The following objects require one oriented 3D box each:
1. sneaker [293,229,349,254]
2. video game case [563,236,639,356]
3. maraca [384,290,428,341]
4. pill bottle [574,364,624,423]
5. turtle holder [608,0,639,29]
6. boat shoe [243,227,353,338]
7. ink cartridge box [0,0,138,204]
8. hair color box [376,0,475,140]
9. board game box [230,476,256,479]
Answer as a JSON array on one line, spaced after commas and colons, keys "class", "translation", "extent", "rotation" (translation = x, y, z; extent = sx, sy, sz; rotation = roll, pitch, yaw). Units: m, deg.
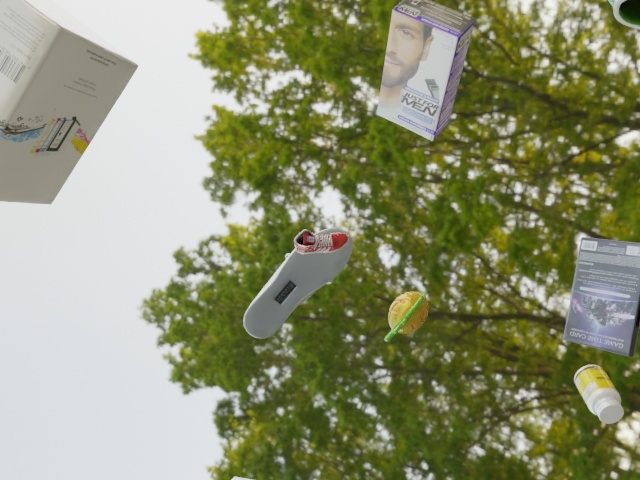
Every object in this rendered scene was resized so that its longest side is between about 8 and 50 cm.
[{"class": "sneaker", "translation": [0.000, 0.000, 1.522], "extent": [0.067, 0.118, 0.042], "rotation": [64, -164, -69]}, {"class": "video game case", "translation": [0.718, 0.135, 1.784], "extent": [0.026, 0.196, 0.275], "rotation": [9, -90, -33]}, {"class": "maraca", "translation": [0.229, 0.205, 1.917], "extent": [0.185, 0.099, 0.127], "rotation": [-44, -10, -46]}, {"class": "pill bottle", "translation": [0.549, 0.303, 1.395], "extent": [0.116, 0.065, 0.065], "rotation": [-94, -5, -62]}, {"class": "turtle holder", "translation": [0.544, -0.456, 1.066], "extent": [0.320, 0.243, 0.228], "rotation": [-162, 90, -88]}, {"class": "boat shoe", "translation": [-0.061, 0.109, 1.907], "extent": [0.136, 0.156, 0.367], "rotation": [41, -92, -6]}, {"class": "ink cartridge box", "translation": [-0.390, -0.187, 0.898], "extent": [0.233, 0.171, 0.168], "rotation": [-55, -14, 9]}, {"class": "hair color box", "translation": [0.264, -0.441, 1.839], "extent": [0.110, 0.185, 0.339], "rotation": [-48, -23, -34]}, {"class": "board game box", "translation": [-0.102, 0.570, 1.218], "extent": [0.144, 0.142, 0.276], "rotation": [-31, -75, -43]}]
